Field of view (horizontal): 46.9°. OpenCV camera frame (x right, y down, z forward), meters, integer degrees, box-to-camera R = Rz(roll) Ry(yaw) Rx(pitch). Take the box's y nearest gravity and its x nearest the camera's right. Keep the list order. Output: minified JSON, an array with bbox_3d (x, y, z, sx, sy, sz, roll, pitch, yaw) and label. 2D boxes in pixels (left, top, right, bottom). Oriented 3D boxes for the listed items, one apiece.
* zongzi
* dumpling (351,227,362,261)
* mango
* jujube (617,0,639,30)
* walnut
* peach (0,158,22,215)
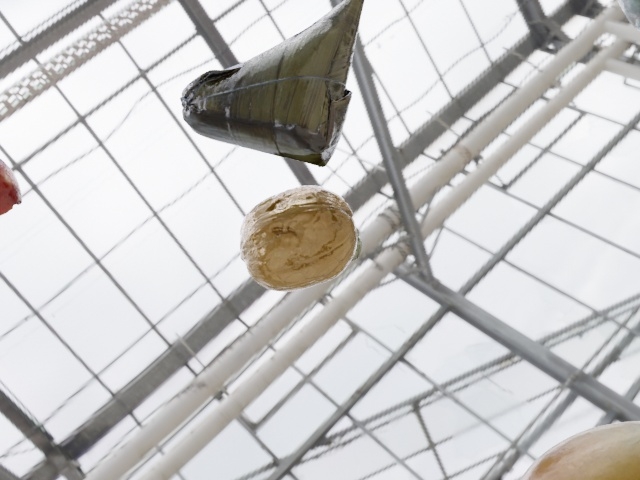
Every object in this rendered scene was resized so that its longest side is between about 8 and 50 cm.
[{"bbox_3d":[-0.071,-0.293,1.223,0.138,0.286,0.300,6,-80,-70],"label":"zongzi"},{"bbox_3d":[-0.002,0.000,1.819,0.181,0.111,0.155,1,-92,-31],"label":"dumpling"},{"bbox_3d":[0.303,0.293,0.790,0.254,0.175,0.139,-47,-35,-2],"label":"mango"},{"bbox_3d":[0.611,-0.513,1.273,0.247,0.215,0.308,9,-104,-16],"label":"jujube"},{"bbox_3d":[-0.041,-0.002,1.380,0.226,0.193,0.193,-26,-45,1],"label":"walnut"},{"bbox_3d":[-0.574,-0.097,1.233,0.118,0.151,0.151,-31,-39,14],"label":"peach"}]
